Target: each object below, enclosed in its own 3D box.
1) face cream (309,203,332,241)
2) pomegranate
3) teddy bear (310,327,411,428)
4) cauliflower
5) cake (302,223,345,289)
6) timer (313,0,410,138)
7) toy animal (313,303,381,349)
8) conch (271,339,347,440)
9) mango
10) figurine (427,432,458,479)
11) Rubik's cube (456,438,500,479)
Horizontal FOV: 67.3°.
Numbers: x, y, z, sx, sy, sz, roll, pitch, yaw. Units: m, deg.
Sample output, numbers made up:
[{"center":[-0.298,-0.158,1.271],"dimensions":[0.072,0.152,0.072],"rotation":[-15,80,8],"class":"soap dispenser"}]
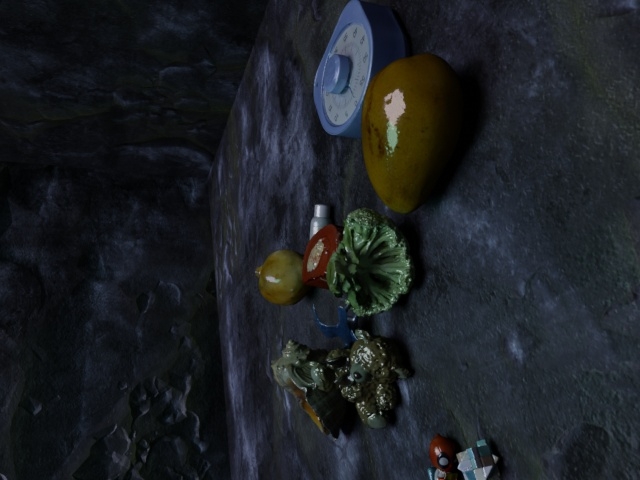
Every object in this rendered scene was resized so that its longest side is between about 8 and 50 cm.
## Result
[{"center":[0.000,0.000,1.750],"dimensions":[0.082,0.082,0.268],"rotation":[-169,83,-65],"class":"face cream"},{"center":[-0.133,0.147,1.872],"dimensions":[0.233,0.233,0.232],"rotation":[-178,90,-65],"class":"pomegranate"},{"center":[0.132,0.368,1.346],"dimensions":[0.267,0.156,0.256],"rotation":[38,134,12],"class":"teddy bear"},{"center":[0.107,0.072,1.296],"dimensions":[0.275,0.250,0.272],"rotation":[62,142,13],"class":"cauliflower"},{"center":[0.051,0.058,1.560],"dimensions":[0.283,0.151,0.176],"rotation":[147,135,-62],"class":"cake"},{"center":[0.108,-0.483,1.447],"dimensions":[0.395,0.174,0.394],"rotation":[-177,90,-65],"class":"timer"},{"center":[0.086,0.279,1.467],"dimensions":[0.239,0.255,0.176],"rotation":[14,73,27],"class":"toy animal"},{"center":[-0.001,0.478,1.585],"dimensions":[0.352,0.210,0.297],"rotation":[49,174,-8],"class":"conch"},{"center":[0.210,-0.251,1.157],"dimensions":[0.264,0.221,0.377],"rotation":[-137,44,-55],"class":"mango"},{"center":[0.285,0.521,1.108],"dimensions":[0.075,0.068,0.140],"rotation":[142,132,-63],"class":"figurine"},{"center":[0.330,0.463,0.995],"dimensions":[0.075,0.084,0.073],"rotation":[61,148,22],"class":"Rubik's cube"}]
